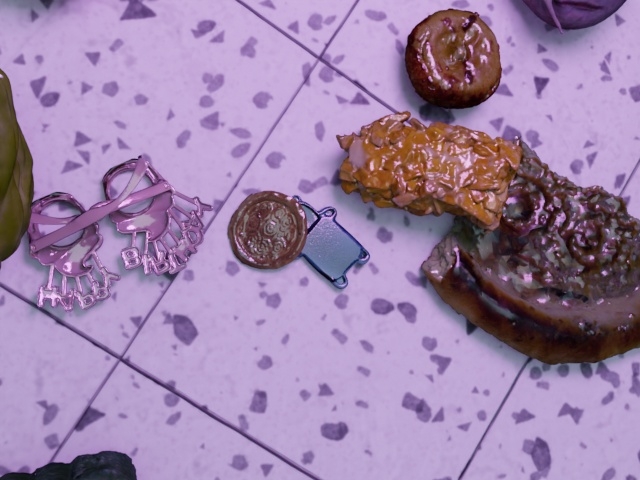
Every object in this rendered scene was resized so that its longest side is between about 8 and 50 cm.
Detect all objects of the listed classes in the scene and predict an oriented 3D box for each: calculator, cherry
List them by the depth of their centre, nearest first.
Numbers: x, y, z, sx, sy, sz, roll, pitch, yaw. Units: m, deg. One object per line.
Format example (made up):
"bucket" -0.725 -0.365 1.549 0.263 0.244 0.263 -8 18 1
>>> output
"calculator" 0.000 0.000 1.154 0.141 0.019 0.094 43 79 -6
"cherry" 0.364 -0.415 1.180 0.266 0.184 0.213 -39 104 -28

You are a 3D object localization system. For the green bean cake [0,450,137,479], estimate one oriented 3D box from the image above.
"green bean cake" -0.339 0.435 0.976 0.301 0.169 0.307 -14 91 -13

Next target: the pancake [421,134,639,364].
"pancake" 0.374 0.036 1.213 0.427 0.067 0.304 24 80 -9

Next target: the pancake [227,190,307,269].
"pancake" -0.072 -0.014 1.131 0.115 0.011 0.114 0 89 1

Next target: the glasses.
"glasses" -0.262 -0.010 1.059 0.256 0.095 0.162 -26 97 -10

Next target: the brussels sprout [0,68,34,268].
"brussels sprout" -0.447 -0.099 0.919 0.247 0.328 0.327 -2 87 -24

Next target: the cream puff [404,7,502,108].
"cream puff" 0.186 -0.256 1.179 0.149 0.084 0.148 2 84 -16

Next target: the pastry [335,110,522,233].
"pastry" 0.143 -0.107 1.137 0.250 0.102 0.154 15 80 3
